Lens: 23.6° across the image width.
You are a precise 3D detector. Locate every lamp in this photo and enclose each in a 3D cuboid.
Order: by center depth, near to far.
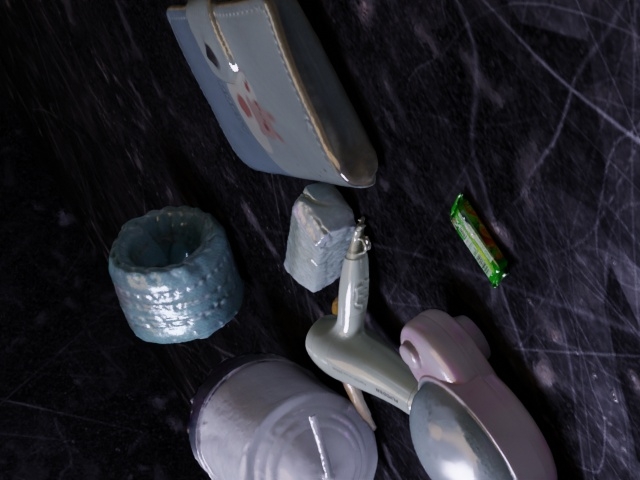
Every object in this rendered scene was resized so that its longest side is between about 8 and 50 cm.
[{"bbox_3d":[0.147,0.190,1.565,0.246,0.108,0.179,63,161,0],"label":"lamp"}]

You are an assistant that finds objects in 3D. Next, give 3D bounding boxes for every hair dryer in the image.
[{"bbox_3d":[0.066,0.084,1.762,0.206,0.075,0.237,28,133,42],"label":"hair dryer"}]

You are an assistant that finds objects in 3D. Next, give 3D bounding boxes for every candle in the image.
[{"bbox_3d":[-0.049,0.296,2.188,0.342,0.221,0.221,27,142,64],"label":"candle"}]

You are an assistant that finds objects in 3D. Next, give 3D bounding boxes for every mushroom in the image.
[{"bbox_3d":[0.041,0.155,2.009,0.306,0.043,0.068,81,176,-55],"label":"mushroom"}]

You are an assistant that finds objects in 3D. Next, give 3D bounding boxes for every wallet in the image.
[{"bbox_3d":[-0.063,-0.174,1.698,0.252,0.083,0.360,61,165,-15],"label":"wallet"}]

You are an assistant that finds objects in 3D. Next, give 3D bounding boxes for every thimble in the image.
[{"bbox_3d":[-0.235,0.050,2.422,0.235,0.198,0.143,32,145,51],"label":"thimble"}]

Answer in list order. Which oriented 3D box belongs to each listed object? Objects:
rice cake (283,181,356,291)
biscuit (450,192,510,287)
[{"bbox_3d":[0.000,0.000,1.811,0.069,0.063,0.206,54,164,18],"label":"rice cake"},{"bbox_3d":[0.147,0.001,1.411,0.089,0.016,0.046,58,163,16],"label":"biscuit"}]
